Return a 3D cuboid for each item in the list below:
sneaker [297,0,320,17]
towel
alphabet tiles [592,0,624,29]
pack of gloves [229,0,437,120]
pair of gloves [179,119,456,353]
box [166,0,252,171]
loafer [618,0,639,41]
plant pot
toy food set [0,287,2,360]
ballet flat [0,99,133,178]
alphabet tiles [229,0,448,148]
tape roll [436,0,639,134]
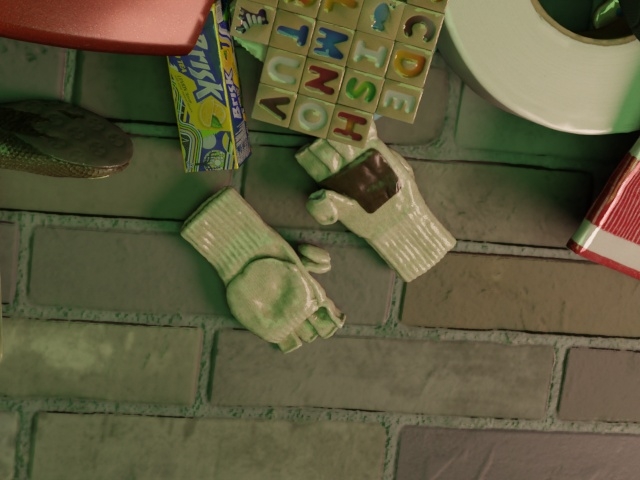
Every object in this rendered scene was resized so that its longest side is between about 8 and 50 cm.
[{"bbox_3d":[-0.050,-0.284,1.564,0.076,0.065,0.167,-24,99,18],"label":"sneaker"},{"bbox_3d":[0.415,-0.096,1.676,0.237,0.037,0.329,20,107,-46],"label":"towel"},{"bbox_3d":[0.440,-0.254,1.716,0.278,0.021,0.284,-36,109,-2],"label":"alphabet tiles"},{"bbox_3d":[0.038,-0.249,1.623,0.195,0.046,0.232,38,91,-8],"label":"pack of gloves"},{"bbox_3d":[0.000,0.000,1.657,0.240,0.042,0.204,-32,114,3],"label":"pair of gloves"},{"bbox_3d":[-0.113,-0.156,1.583,0.059,0.054,0.169,-3,109,13],"label":"box"},{"bbox_3d":[0.318,-0.319,1.524,0.084,0.096,0.268,-23,108,-18],"label":"loafer"},{"bbox_3d":[-0.210,-0.305,1.439,0.235,0.267,0.267,18,100,-29],"label":"plant pot"},{"bbox_3d":[-0.451,0.031,1.476,0.306,0.220,0.092,-3,145,-12],"label":"toy food set"},{"bbox_3d":[-0.309,-0.096,1.564,0.249,0.084,0.058,6,136,-15],"label":"ballet flat"},{"bbox_3d":[0.015,-0.209,1.544,0.198,0.009,0.237,15,116,-1],"label":"alphabet tiles"},{"bbox_3d":[0.279,-0.299,1.601,0.391,0.072,0.392,-5,106,-18],"label":"tape roll"}]
